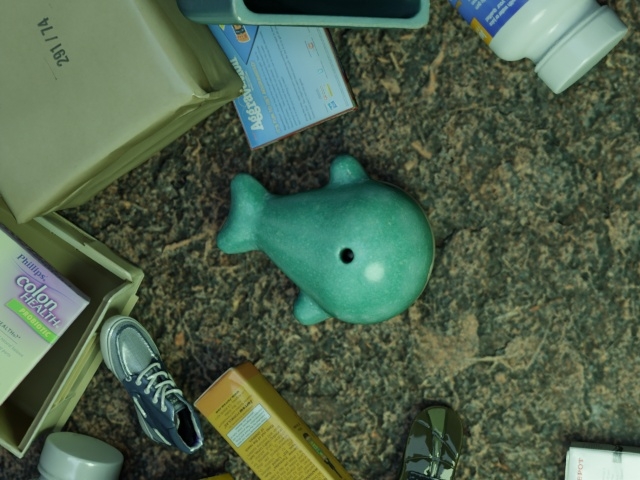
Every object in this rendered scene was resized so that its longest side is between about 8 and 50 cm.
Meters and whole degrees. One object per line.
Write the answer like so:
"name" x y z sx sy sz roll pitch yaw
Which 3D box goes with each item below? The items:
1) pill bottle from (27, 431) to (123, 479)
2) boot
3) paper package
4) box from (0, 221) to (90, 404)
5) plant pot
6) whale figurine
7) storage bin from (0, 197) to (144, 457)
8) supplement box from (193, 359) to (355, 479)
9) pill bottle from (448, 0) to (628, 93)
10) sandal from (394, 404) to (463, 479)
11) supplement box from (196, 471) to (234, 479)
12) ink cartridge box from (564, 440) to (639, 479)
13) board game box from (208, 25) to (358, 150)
"pill bottle" -0.333 0.369 1.881 0.131 0.131 0.229 20 98 11
"boot" -0.203 0.178 1.831 0.086 0.069 0.190 14 135 50
"paper package" -0.311 -0.233 1.807 0.309 0.168 0.325 -33 87 19
"box" -0.428 0.092 1.714 0.213 0.117 0.243 41 86 -7
"plant pot" -0.051 -0.357 1.670 0.247 0.252 0.247 -3 94 -31
"whale figurine" 0.000 0.000 1.775 0.272 0.141 0.216 18 98 12
"storage bin" -0.401 0.088 1.884 0.262 0.123 0.260 33 101 10
"supplement box" -0.048 0.261 1.836 0.233 0.078 0.080 46 102 7
"pill bottle" 0.223 -0.305 1.699 0.152 0.152 0.272 -41 84 12
"sandal" 0.117 0.309 1.815 0.090 0.060 0.219 17 83 6
"supplement box" -0.114 0.483 1.778 0.195 0.194 0.356 -39 76 9
"ink cartridge box" 0.360 0.296 1.753 0.135 0.056 0.099 5 94 12
"board game box" -0.069 -0.269 1.834 0.145 0.027 0.281 -21 89 12
